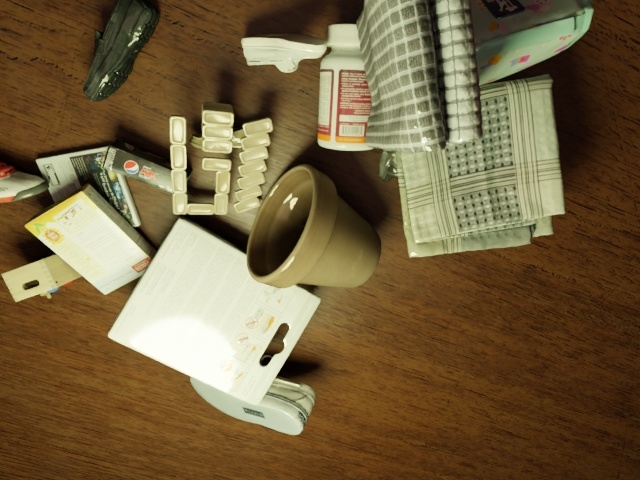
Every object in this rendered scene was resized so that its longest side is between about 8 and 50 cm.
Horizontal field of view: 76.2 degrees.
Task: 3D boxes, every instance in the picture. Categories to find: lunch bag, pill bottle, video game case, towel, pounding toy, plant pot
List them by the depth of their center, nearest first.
[{"bbox_3d":[0.129,-0.254,0.621,0.121,0.283,0.234,-14,104,-1],"label":"towel"},{"bbox_3d":[0.281,-0.349,0.698,0.224,0.262,0.160,-15,113,3],"label":"lunch bag"},{"bbox_3d":[0.058,-0.295,0.800,0.121,0.121,0.221,2,111,-1],"label":"pill bottle"},{"bbox_3d":[0.310,-0.133,0.801,0.312,0.056,0.324,-10,103,2],"label":"towel"},{"bbox_3d":[0.000,0.000,0.887,0.229,0.263,0.263,25,113,-31],"label":"plant pot"},{"bbox_3d":[-0.526,-0.109,0.935,0.173,0.022,0.190,-9,113,4],"label":"video game case"},{"bbox_3d":[-0.655,0.094,0.974,0.141,0.130,0.100,-19,100,8],"label":"pounding toy"}]

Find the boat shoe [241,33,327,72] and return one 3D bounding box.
[{"bbox_3d":[-0.071,-0.356,0.780,0.184,0.066,0.063,12,129,21],"label":"boat shoe"}]

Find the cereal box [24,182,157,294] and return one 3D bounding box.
[{"bbox_3d":[-0.518,0.005,0.948,0.173,0.047,0.240,-26,123,12],"label":"cereal box"}]

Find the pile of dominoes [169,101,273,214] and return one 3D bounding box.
[{"bbox_3d":[-0.212,-0.163,0.864,0.196,0.040,0.251,0,132,-18],"label":"pile of dominoes"}]

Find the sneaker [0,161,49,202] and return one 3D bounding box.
[{"bbox_3d":[-0.734,-0.158,0.868,0.270,0.090,0.144,-1,115,7],"label":"sneaker"}]

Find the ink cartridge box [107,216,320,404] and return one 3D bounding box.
[{"bbox_3d":[-0.240,0.169,0.972,0.385,0.091,0.308,31,88,-15],"label":"ink cartridge box"}]

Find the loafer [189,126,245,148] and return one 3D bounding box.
[{"bbox_3d":[-0.204,-0.224,0.871,0.148,0.056,0.050,-4,113,-9],"label":"loafer"}]

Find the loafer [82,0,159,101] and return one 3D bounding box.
[{"bbox_3d":[-0.401,-0.374,0.793,0.078,0.076,0.223,37,104,-10],"label":"loafer"}]

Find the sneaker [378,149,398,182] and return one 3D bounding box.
[{"bbox_3d":[0.249,-0.146,0.883,0.276,0.097,0.135,15,112,-5],"label":"sneaker"}]

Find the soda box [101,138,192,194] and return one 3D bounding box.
[{"bbox_3d":[-0.371,-0.156,0.885,0.169,0.060,0.053,22,112,-18],"label":"soda box"}]

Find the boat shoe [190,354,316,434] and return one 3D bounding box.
[{"bbox_3d":[-0.174,0.383,1.097,0.367,0.156,0.135,2,122,30],"label":"boat shoe"}]
